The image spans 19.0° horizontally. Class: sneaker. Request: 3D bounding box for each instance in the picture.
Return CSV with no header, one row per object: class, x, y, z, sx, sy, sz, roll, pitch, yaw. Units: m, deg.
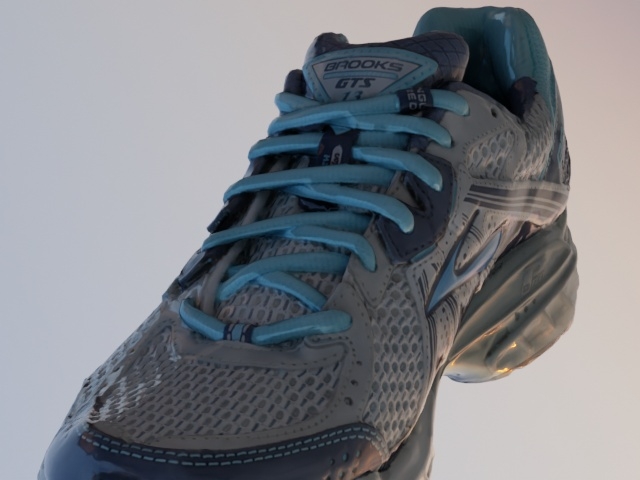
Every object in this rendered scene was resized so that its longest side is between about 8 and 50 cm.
sneaker,0.000,0.000,0.578,0.110,0.122,0.283,10,-156,21
